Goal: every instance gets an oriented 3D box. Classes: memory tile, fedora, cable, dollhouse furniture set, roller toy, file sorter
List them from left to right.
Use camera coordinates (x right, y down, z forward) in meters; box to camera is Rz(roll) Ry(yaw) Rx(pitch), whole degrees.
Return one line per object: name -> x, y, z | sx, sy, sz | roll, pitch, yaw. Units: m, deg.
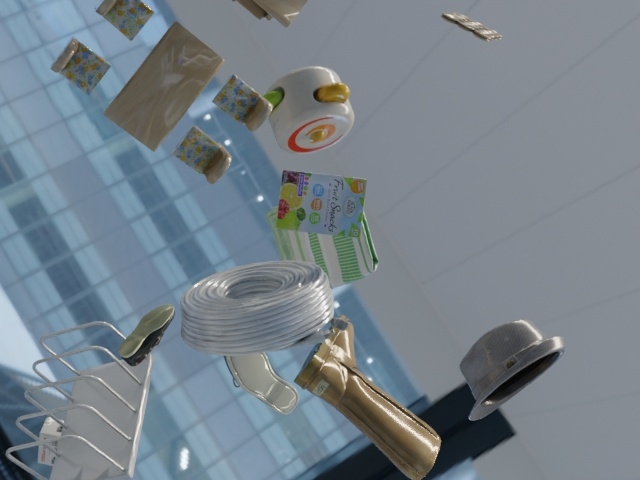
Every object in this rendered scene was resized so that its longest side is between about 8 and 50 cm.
file sorter -> -0.473, 0.322, 1.793 | 0.173, 0.193, 0.277 | 55, 27, -42
dollhouse furniture set -> -0.229, -0.345, 1.657 | 0.362, 0.394, 0.256 | 37, 4, -21
cable -> -0.106, 0.108, 1.495 | 0.257, 0.257, 0.089 | -141, -140, -68
roller toy -> -0.023, -0.294, 2.094 | 0.191, 0.209, 0.146 | 51, 18, -68
memory tile -> 0.306, -0.432, 1.838 | 0.113, 0.148, 0.012 | 32, -66, 13
fedora -> 0.410, 0.273, 2.042 | 0.124, 0.275, 0.244 | 55, 18, 24

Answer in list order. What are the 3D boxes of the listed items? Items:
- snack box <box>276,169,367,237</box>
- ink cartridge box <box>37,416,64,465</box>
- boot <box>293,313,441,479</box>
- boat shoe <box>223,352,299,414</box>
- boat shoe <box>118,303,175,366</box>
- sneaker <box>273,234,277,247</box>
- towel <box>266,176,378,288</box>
snack box -> 0.001, -0.061, 1.512 | 0.037, 0.141, 0.100 | -114, -149, -86
ink cartridge box -> -0.561, 0.463, 2.042 | 0.056, 0.135, 0.099 | -81, -176, -59
boot -> 0.094, 0.276, 1.610 | 0.269, 0.236, 0.089 | 38, -60, 0
boat shoe -> -0.142, 0.297, 2.016 | 0.079, 0.095, 0.254 | 18, -20, 47
boat shoe -> -0.314, 0.172, 1.663 | 0.049, 0.133, 0.042 | 21, -30, 37
sneaker -> -0.071, 0.022, 2.723 | 0.094, 0.091, 0.258 | -3, -35, 14
towel -> 0.000, 0.000, 2.227 | 0.325, 0.038, 0.247 | -21, -96, 47
